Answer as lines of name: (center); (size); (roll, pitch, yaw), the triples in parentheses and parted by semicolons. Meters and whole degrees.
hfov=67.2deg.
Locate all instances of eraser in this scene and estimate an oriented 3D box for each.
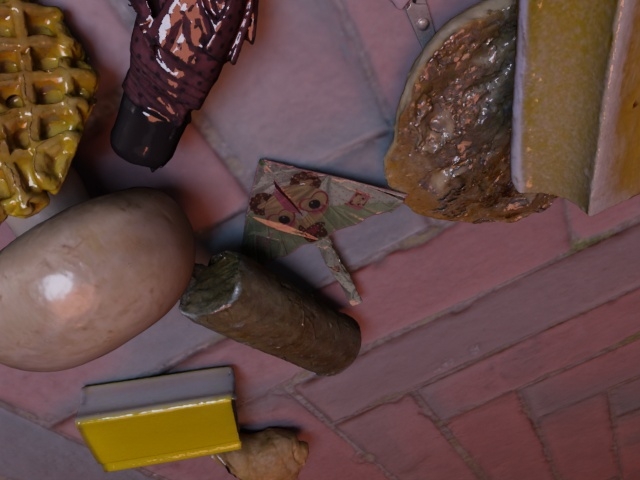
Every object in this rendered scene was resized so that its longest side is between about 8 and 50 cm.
eraser: (-0.234, 0.272, 0.729); (0.225, 0.069, 0.158); (-6, 133, -9)

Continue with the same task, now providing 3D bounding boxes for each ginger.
ginger: (-0.111, 0.365, 0.838); (0.123, 0.115, 0.193); (-49, 120, 0)

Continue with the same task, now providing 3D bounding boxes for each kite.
kite: (0.000, -0.001, 0.568); (0.229, 0.012, 0.250); (-21, 129, 18)

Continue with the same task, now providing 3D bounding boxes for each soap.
soap: (0.273, -0.188, 0.367); (0.259, 0.143, 0.281); (-24, 128, -12)

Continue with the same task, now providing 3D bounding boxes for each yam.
yam: (-0.049, 0.092, 0.577); (0.093, 0.093, 0.259); (-34, 139, 16)

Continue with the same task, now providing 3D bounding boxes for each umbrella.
umbrella: (-0.078, -0.191, 0.346); (0.090, 0.094, 0.326); (32, 119, -4)

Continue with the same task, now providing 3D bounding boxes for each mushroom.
mushroom: (-0.223, 0.006, 0.436); (0.204, 0.204, 0.204); (-7, 132, -8)

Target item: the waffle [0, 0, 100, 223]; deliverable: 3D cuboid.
waffle: (-0.246, -0.101, 0.339); (0.148, 0.194, 0.051); (22, 162, -25)

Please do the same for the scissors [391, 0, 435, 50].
scissors: (0.086, -0.206, 0.429); (0.100, 0.015, 0.189); (-27, 134, 11)

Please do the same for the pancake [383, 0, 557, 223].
pancake: (0.195, -0.118, 0.505); (0.282, 0.049, 0.283); (-9, 135, -9)
